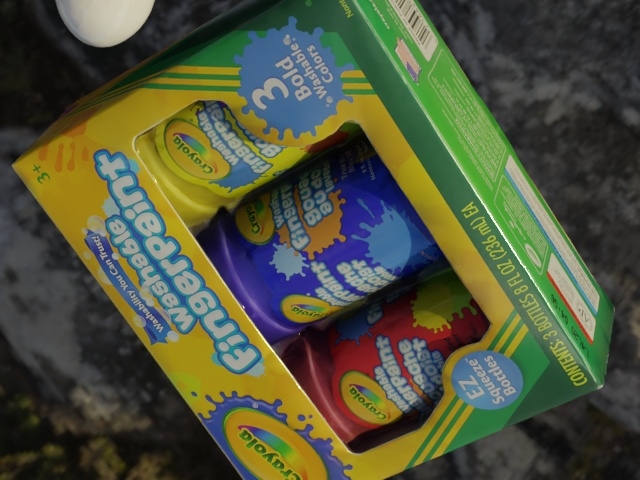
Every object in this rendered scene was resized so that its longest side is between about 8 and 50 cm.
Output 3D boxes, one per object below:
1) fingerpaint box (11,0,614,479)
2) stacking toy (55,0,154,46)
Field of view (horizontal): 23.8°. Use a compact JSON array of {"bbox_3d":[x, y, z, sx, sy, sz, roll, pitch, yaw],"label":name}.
[{"bbox_3d":[0.000,0.000,1.419,0.371,0.163,0.444,-26,107,25],"label":"fingerpaint box"},{"bbox_3d":[-0.195,-0.448,1.702,0.351,0.351,0.479,19,104,26],"label":"stacking toy"}]
